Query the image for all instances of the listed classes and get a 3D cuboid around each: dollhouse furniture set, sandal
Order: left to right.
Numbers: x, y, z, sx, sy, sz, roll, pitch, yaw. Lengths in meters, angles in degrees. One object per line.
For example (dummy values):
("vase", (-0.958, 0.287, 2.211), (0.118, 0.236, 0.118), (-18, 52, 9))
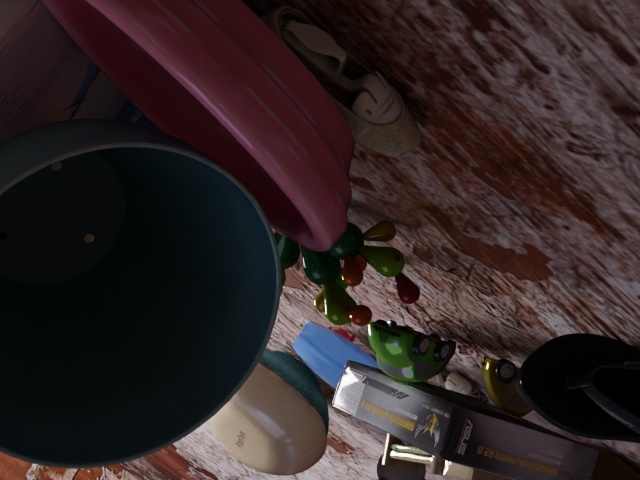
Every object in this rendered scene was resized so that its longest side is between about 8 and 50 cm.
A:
("dollhouse furniture set", (0.194, 0.234, 1.988), (0.161, 0.101, 0.182), (14, 172, -31))
("sandal", (0.307, 0.148, 1.543), (0.255, 0.097, 0.054), (19, 161, 7))

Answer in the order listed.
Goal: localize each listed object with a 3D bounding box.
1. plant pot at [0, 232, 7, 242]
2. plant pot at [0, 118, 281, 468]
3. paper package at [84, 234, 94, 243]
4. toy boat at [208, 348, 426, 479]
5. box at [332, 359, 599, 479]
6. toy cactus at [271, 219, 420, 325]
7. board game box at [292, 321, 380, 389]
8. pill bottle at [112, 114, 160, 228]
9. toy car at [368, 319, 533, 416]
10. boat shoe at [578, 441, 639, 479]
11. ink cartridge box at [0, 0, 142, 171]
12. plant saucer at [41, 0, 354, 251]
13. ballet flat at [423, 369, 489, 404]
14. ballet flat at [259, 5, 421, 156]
("plant pot", (-0.371, 0.039, 1.695), (0.167, 0.188, 0.187), (8, 176, 35))
("plant pot", (-0.203, 0.017, 1.411), (0.290, 0.290, 0.195), (46, -179, -35))
("paper package", (-0.434, -0.010, 1.901), (0.325, 0.309, 0.168), (24, 167, -20))
("toy boat", (-0.012, 0.263, 2.297), (0.318, 0.148, 0.267), (39, 157, 3))
("box", (0.146, 0.193, 1.747), (0.183, 0.056, 0.231), (20, 179, -30))
("toy cactus", (0.000, 0.000, 1.675), (0.219, 0.112, 0.180), (3, 127, 60))
("board game box", (0.036, 0.140, 2.044), (0.133, 0.033, 0.168), (37, 157, 3))
("pill bottle", (-0.146, -0.073, 1.583), (0.087, 0.160, 0.087), (28, 161, 10))
("toy car", (0.116, 0.125, 1.721), (0.239, 0.053, 0.225), (18, 179, 36))
("boat shoe", (0.340, 0.289, 1.863), (0.207, 0.073, 0.073), (24, 158, 25))
("ink cartridge box", (-0.304, -0.163, 1.549), (0.198, 0.197, 0.270), (25, 161, 21))
("plant saucer", (-0.091, -0.131, 1.345), (0.332, 0.084, 0.332), (42, 172, 7))
("ballet flat", (0.139, 0.162, 1.923), (0.114, 0.041, 0.041), (22, 159, 25))
("ballet flat", (0.018, -0.127, 1.355), (0.168, 0.057, 0.052), (35, 152, -10))
